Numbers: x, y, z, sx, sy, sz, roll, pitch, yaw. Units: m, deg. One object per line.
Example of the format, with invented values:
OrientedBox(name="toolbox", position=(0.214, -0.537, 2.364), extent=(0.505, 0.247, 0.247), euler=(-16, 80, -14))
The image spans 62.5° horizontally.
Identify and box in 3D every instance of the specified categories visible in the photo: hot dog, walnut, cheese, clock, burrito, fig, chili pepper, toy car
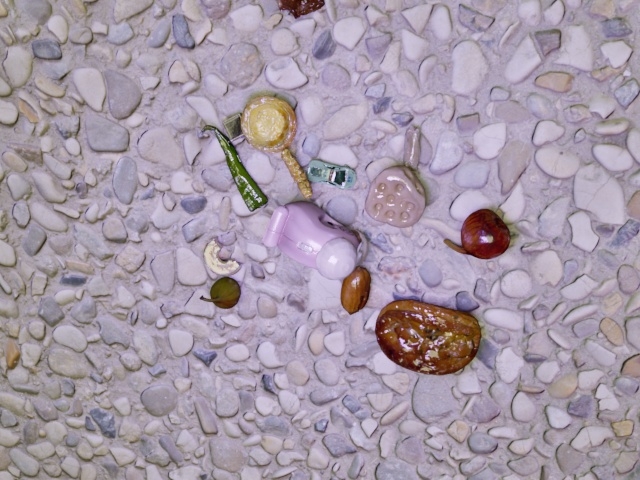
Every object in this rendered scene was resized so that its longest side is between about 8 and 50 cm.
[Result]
OrientedBox(name="hot dog", position=(0.392, 0.346, 1.935), extent=(0.387, 0.174, 0.267), euler=(11, 106, 6))
OrientedBox(name="walnut", position=(0.131, 0.191, 1.977), extent=(0.115, 0.116, 0.207), euler=(12, 110, 6))
OrientedBox(name="cheese", position=(0.261, -0.152, 1.862), extent=(0.217, 0.117, 0.235), euler=(-10, 118, 21))
OrientedBox(name="clock", position=(0.000, 0.000, 1.849), extent=(0.325, 0.342, 0.184), euler=(31, 111, 10))
OrientedBox(name="burrito", position=(0.323, -0.313, 1.867), extent=(0.058, 0.045, 0.189), euler=(4, 103, 8))
OrientedBox(name="fig", position=(0.556, 0.002, 1.851), extent=(0.175, 0.175, 0.207), euler=(41, 120, -1))
OrientedBox(name="chili pepper", position=(-0.321, -0.273, 1.968), extent=(0.084, 0.076, 0.359), euler=(-33, 100, -4))
OrientedBox(name="toy car", position=(0.039, -0.242, 1.924), extent=(0.186, 0.058, 0.094), euler=(15, 103, 6))
OrientedBox(name="fig", position=(-0.383, 0.207, 2.001), extent=(0.124, 0.236, 0.125), euler=(1, 92, 13))

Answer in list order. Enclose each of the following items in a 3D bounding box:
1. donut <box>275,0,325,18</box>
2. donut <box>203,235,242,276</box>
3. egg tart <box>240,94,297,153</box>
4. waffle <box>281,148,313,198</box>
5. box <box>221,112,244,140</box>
OrientedBox(name="donut", position=(-0.094, -0.847, 1.783), extent=(0.144, 0.126, 0.187), euler=(-34, 95, 7))
OrientedBox(name="donut", position=(-0.391, 0.074, 2.059), extent=(0.108, 0.065, 0.166), euler=(-41, 95, 11))
OrientedBox(name="egg tart", position=(-0.182, -0.418, 1.904), extent=(0.212, 0.090, 0.213), euler=(2, 100, 9))
OrientedBox(name="waffle", position=(-0.081, -0.239, 1.900), extent=(0.051, 0.149, 0.194), euler=(-29, 96, -3))
OrientedBox(name="box", position=(-0.311, -0.417, 1.953), extent=(0.079, 0.035, 0.083), euler=(-24, 97, 13))
